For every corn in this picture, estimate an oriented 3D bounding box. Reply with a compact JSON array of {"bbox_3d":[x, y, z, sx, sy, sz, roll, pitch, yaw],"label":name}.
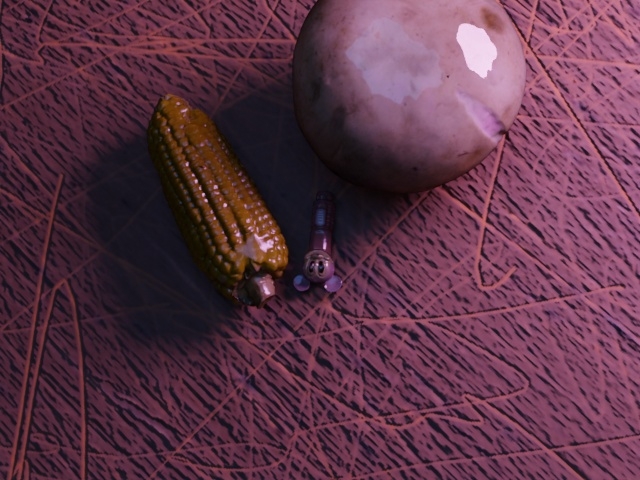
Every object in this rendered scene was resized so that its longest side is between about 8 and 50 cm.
[{"bbox_3d":[-0.110,-0.042,1.728,0.097,0.097,0.262,-27,67,0],"label":"corn"}]

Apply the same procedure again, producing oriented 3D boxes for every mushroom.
[{"bbox_3d":[0.092,-0.171,1.689,0.254,0.184,0.255,-3,68,7],"label":"mushroom"}]

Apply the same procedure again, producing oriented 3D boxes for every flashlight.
[{"bbox_3d":[0.000,0.000,1.726,0.052,0.031,0.110,1,72,10],"label":"flashlight"}]
